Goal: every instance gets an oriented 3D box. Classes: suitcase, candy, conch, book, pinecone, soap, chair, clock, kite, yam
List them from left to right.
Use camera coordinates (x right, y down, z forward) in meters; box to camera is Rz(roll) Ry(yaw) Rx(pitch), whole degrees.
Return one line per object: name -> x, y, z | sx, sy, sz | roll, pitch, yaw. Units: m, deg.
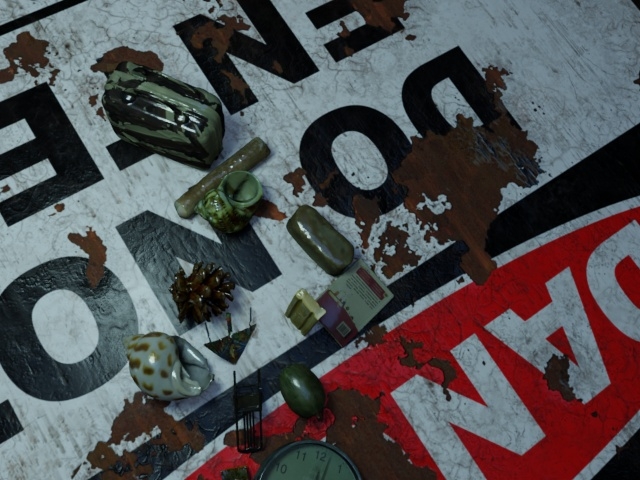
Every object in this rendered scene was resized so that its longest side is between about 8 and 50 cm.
conch -> -0.434, 0.337, 1.548 | 0.149, 0.183, 0.275 | -43, 75, 14
suitcase -> -0.447, -0.378, 1.659 | 0.351, 0.339, 0.194 | 21, 72, -1
pinecone -> -0.333, 0.149, 1.605 | 0.195, 0.179, 0.150 | -25, 47, -37
yam -> -0.304, -0.196, 1.762 | 0.356, 0.081, 0.081 | -42, 83, -17
conch -> -0.277, -0.113, 1.707 | 0.181, 0.124, 0.187 | 6, 72, -30
kite -> -0.256, 0.281, 1.628 | 0.183, 0.010, 0.160 | -16, 105, -40
chair -> -0.201, 0.477, 1.585 | 0.084, 0.101, 0.213 | -3, 111, -8
soap -> -0.046, 0.203, 1.588 | 0.037, 0.252, 0.092 | -41, 82, -21
clock -> -0.030, 0.691, 1.506 | 0.318, 0.066, 0.319 | 8, 61, -16
candy -> 0.000, 0.000, 1.734 | 0.234, 0.104, 0.102 | 43, 68, 5
book -> 0.093, 0.186, 1.723 | 0.232, 0.022, 0.162 | -43, 94, -18

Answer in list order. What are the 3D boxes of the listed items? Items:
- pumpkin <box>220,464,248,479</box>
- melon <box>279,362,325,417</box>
pumpkin -> -0.228, 0.655, 1.532 | 0.074, 0.054, 0.083 | -11, 80, -6
melon -> -0.048, 0.425, 1.593 | 0.114, 0.114, 0.167 | -30, 77, -15
